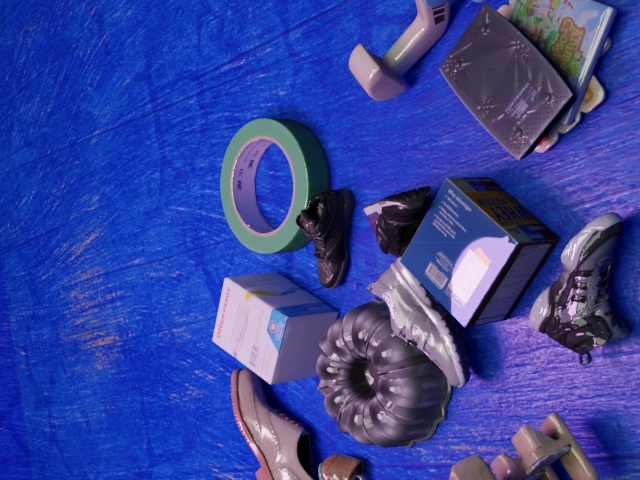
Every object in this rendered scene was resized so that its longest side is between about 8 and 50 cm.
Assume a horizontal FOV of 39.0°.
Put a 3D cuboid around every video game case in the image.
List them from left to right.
[{"bbox_3d":[0.403,-0.337,1.605,0.193,0.023,0.212,36,118,39],"label":"video game case"}]

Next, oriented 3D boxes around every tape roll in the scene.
[{"bbox_3d":[-0.113,-0.130,2.152,0.321,0.077,0.321,6,98,46],"label":"tape roll"}]

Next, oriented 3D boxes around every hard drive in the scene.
[{"bbox_3d":[0.338,-0.286,1.622,0.254,0.054,0.172,55,129,28],"label":"hard drive"}]

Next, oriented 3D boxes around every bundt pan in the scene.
[{"bbox_3d":[0.114,0.288,1.915,0.331,0.124,0.330,4,95,45],"label":"bundt pan"}]

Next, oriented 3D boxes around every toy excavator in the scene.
[{"bbox_3d":[0.230,-0.492,1.685,0.433,0.445,0.222,-33,62,-2],"label":"toy excavator"}]

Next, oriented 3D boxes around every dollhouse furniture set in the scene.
[{"bbox_3d":[0.285,0.549,1.606,0.256,0.362,0.394,60,159,26],"label":"dollhouse furniture set"}]

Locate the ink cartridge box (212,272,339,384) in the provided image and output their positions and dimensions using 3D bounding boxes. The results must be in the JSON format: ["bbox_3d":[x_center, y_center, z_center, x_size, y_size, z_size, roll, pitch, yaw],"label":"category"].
[{"bbox_3d":[-0.109,0.198,2.105,0.233,0.168,0.171,30,113,41],"label":"ink cartridge box"}]

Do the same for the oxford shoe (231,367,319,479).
[{"bbox_3d":[-0.099,0.466,2.176,0.147,0.140,0.396,-31,62,10],"label":"oxford shoe"}]

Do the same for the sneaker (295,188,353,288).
[{"bbox_3d":[0.000,0.000,2.008,0.087,0.130,0.227,22,111,45],"label":"sneaker"}]

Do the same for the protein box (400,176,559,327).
[{"bbox_3d":[0.294,0.018,1.695,0.200,0.136,0.201,47,125,33],"label":"protein box"}]

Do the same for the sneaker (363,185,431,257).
[{"bbox_3d":[0.170,-0.031,1.797,0.283,0.107,0.124,158,97,-82],"label":"sneaker"}]

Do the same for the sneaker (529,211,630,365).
[{"bbox_3d":[0.476,0.089,1.543,0.153,0.101,0.268,47,130,32],"label":"sneaker"}]

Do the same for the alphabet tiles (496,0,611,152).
[{"bbox_3d":[0.393,-0.316,1.650,0.284,0.021,0.278,-46,61,38],"label":"alphabet tiles"}]

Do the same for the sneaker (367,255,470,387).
[{"bbox_3d":[0.199,0.174,1.796,0.115,0.105,0.281,-34,74,14],"label":"sneaker"}]

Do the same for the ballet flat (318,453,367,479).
[{"bbox_3d":[0.089,0.641,1.997,0.124,0.116,0.342,-17,76,26],"label":"ballet flat"}]
